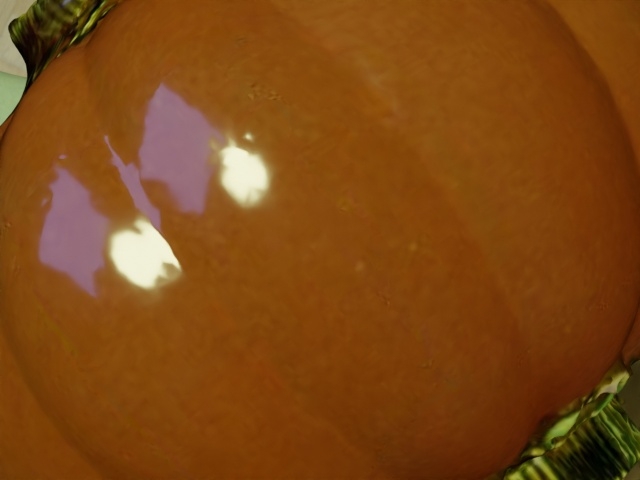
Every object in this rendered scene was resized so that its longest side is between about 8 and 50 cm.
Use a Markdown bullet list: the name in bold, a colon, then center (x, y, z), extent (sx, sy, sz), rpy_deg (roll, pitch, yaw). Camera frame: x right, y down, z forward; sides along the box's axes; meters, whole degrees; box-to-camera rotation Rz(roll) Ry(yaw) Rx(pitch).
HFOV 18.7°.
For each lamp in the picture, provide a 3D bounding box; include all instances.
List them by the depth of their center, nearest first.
- **lamp**: center (0.000, 0.000, 0.519), extent (0.223, 0.196, 0.223), rpy_deg (-37, -6, -4)

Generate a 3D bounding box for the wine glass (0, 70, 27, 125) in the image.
- **wine glass**: center (-0.076, -0.005, 0.698), extent (0.079, 0.195, 0.079), rpy_deg (-50, 27, 37)
